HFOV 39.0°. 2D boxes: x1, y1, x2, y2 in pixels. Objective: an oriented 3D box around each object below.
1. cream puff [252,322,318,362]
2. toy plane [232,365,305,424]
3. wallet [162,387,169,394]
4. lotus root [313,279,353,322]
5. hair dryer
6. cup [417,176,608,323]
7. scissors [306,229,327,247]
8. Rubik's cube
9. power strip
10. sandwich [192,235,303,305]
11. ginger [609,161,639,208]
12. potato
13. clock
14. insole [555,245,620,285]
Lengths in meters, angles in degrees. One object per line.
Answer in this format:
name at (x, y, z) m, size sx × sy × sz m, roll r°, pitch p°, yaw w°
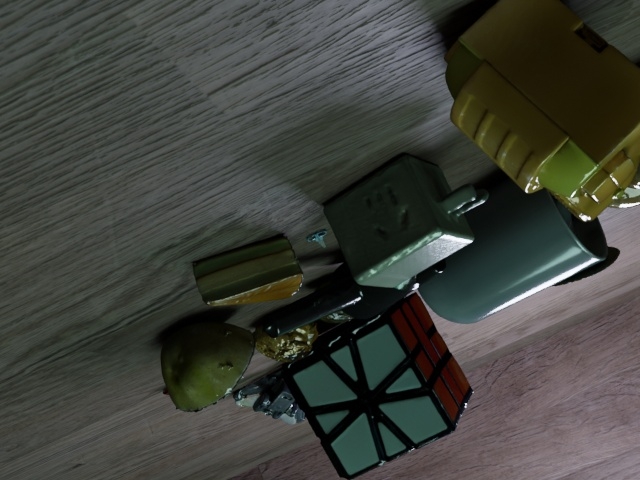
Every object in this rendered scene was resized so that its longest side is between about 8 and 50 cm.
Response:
cream puff at (-0.069, 0.196, 1.829) m, size 0.133 × 0.104 × 0.119 m, roll -15°, pitch 166°, yaw -20°
toy plane at (-0.074, 0.361, 2.264) m, size 0.204 × 0.103 × 0.316 m, roll 23°, pitch 139°, yaw -16°
wallet at (-0.268, 0.334, 2.093) m, size 0.103 × 0.020 × 0.196 m, roll -30°, pitch 159°, yaw 20°
lotus root at (0.049, 0.110, 1.754) m, size 0.179 × 0.081 × 0.089 m, roll -14°, pitch 119°, yaw -37°
hair dryer at (0.045, 0.083, 1.531) m, size 0.303 × 0.116 × 0.244 m, roll -25°, pitch 170°, yaw -32°
cup at (0.323, 0.011, 1.608) m, size 0.312 × 0.205 × 0.205 m, roll -32°, pitch 159°, yaw 29°
scissors at (0.000, 0.000, 1.517) m, size 0.036 × 0.006 × 0.083 m, roll -26°, pitch 161°, yaw 4°
Rubik's cube at (0.129, 0.305, 1.965) m, size 0.289 × 0.293 × 0.283 m, roll -28°, pitch 177°, yaw 20°
power strip at (0.141, -0.040, 1.367) m, size 0.224 × 0.140 × 0.139 m, roll -33°, pitch 158°, yaw 25°
sandwich at (-0.119, 0.066, 1.448) m, size 0.163 × 0.079 × 0.113 m, roll -18°, pitch 160°, yaw -15°
ginger at (0.481, -0.149, 1.427) m, size 0.256 × 0.176 × 0.375 m, roll -7°, pitch 165°, yaw 10°
potato at (-0.230, 0.212, 1.660) m, size 0.202 × 0.182 × 0.117 m, roll -17°, pitch 131°, yaw 43°
clock at (0.290, -0.149, 1.099) m, size 0.200 × 0.244 × 0.317 m, roll -43°, pitch 161°, yaw 9°
insole at (0.429, 0.050, 1.683) m, size 0.119 × 0.009 × 0.348 m, roll -38°, pitch -171°, yaw -18°
